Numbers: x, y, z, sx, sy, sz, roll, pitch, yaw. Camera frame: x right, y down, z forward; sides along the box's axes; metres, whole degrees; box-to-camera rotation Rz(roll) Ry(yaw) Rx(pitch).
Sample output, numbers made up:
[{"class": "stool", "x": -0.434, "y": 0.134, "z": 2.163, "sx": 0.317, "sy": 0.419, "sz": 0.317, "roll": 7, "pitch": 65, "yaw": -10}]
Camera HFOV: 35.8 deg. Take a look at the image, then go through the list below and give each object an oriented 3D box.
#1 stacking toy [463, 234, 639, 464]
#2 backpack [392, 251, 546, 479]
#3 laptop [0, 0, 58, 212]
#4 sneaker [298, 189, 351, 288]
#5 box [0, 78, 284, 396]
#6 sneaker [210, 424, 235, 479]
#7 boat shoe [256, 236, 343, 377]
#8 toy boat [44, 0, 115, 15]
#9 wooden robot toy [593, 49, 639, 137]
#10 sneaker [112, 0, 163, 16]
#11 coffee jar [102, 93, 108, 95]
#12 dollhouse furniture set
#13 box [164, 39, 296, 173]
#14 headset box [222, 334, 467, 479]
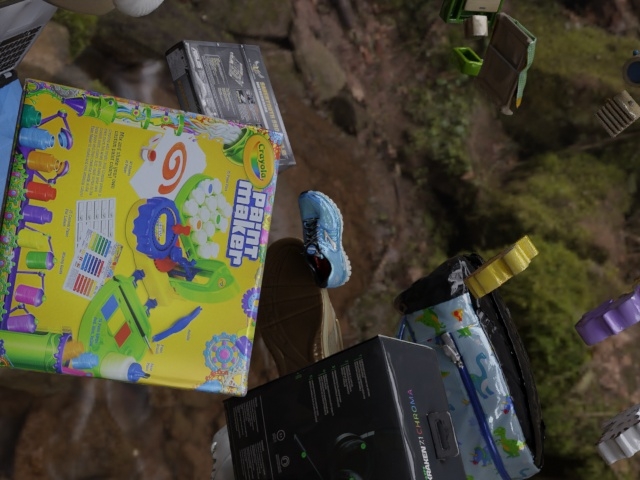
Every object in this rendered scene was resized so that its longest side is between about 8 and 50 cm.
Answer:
[{"class": "stacking toy", "x": 0.233, "y": 0.032, "z": 0.678, "sx": 0.167, "sy": 0.221, "sz": 0.052, "roll": 54, "pitch": 25, "yaw": 3}, {"class": "backpack", "x": 0.240, "y": 0.230, "z": 1.620, "sx": 0.355, "sy": 0.273, "sz": 0.290, "roll": 57, "pitch": 6, "yaw": 8}, {"class": "laptop", "x": -0.617, "y": -0.291, "z": 2.074, "sx": 0.236, "sy": 0.408, "sz": 0.382, "roll": 40, "pitch": 22, "yaw": -7}, {"class": "sneaker", "x": 0.000, "y": 0.000, "z": 1.547, "sx": 0.073, "sy": 0.063, "sz": 0.162, "roll": -26, "pitch": 100, "yaw": -57}, {"class": "box", "x": -0.212, "y": 0.006, "z": 1.092, "sx": 0.279, "sy": 0.177, "sz": 0.290, "roll": 11, "pitch": 83, "yaw": -18}, {"class": "sneaker", "x": -0.110, "y": 0.337, "z": 1.444, "sx": 0.297, "sy": 0.129, "sz": 0.111, "roll": -52, "pitch": 143, "yaw": -54}, {"class": "boat shoe", "x": -0.025, "y": 0.161, "z": 1.649, "sx": 0.110, "sy": 0.121, "sz": 0.341, "roll": -18, "pitch": 101, "yaw": -70}, {"class": "toy boat", "x": -0.323, "y": -0.460, "z": 1.509, "sx": 0.267, "sy": 0.318, "sz": 0.148, "roll": 56, "pitch": 31, "yaw": -69}, {"class": "wooden robot toy", "x": 0.292, "y": -0.137, "z": 0.807, "sx": 0.079, "sy": 0.173, "sz": 0.076, "roll": -30, "pitch": 96, "yaw": -49}, {"class": "sneaker", "x": -0.144, "y": -0.284, "z": 0.767, "sx": 0.094, "sy": 0.080, "sz": 0.212, "roll": 16, "pitch": 86, "yaw": -48}, {"class": "coffee jar", "x": -0.336, "y": -0.128, "z": 1.549, "sx": 0.079, "sy": 0.096, "sz": 0.184, "roll": -124, "pitch": -170, "yaw": -67}, {"class": "dollhouse furniture set", "x": 0.168, "y": -0.181, "z": 0.909, "sx": 0.058, "sy": 0.076, "sz": 0.152, "roll": -3, "pitch": 39, "yaw": -24}, {"class": "box", "x": -0.151, "y": -0.223, "z": 1.688, "sx": 0.183, "sy": 0.056, "sz": 0.231, "roll": -9, "pitch": 78, "yaw": -50}, {"class": "headset box", "x": 0.038, "y": 0.276, "z": 1.223, "sx": 0.131, "sy": 0.283, "sz": 0.246, "roll": 19, "pitch": 51, "yaw": -49}]
